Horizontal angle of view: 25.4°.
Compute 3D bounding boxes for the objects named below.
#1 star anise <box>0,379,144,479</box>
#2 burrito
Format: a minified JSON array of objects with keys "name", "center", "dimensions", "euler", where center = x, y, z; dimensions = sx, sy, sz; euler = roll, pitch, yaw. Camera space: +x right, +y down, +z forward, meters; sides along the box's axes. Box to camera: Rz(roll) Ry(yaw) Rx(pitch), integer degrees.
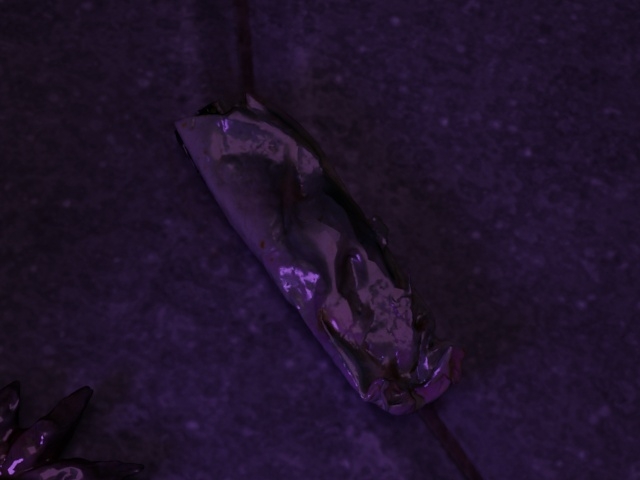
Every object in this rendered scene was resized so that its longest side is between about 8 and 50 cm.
[{"name":"star anise","center":[-0.233,0.178,1.010],"dimensions":[0.182,0.065,0.195],"euler":[21,72,4]},{"name":"burrito","center":[-0.003,0.002,1.103],"dimensions":[0.096,0.066,0.309],"euler":[-33,72,-14]}]
